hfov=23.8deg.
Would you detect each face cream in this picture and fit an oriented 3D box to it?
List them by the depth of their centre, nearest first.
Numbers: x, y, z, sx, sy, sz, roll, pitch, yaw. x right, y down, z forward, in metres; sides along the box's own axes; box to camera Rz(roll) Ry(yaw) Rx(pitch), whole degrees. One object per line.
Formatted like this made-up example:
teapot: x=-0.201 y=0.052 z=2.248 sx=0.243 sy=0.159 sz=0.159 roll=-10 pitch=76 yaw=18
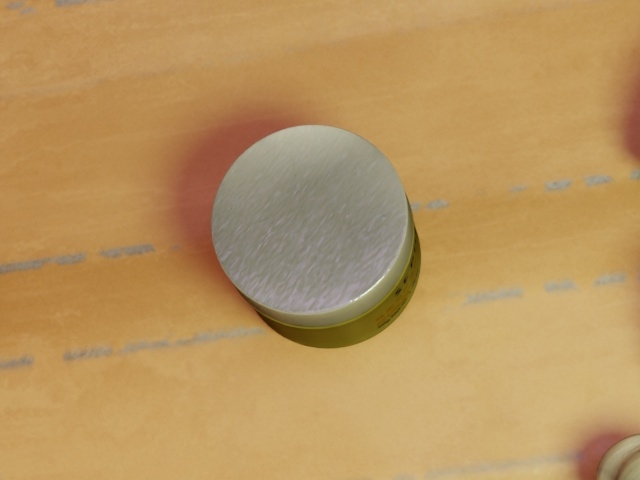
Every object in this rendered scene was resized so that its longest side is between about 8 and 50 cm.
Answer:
face cream: x=0.000 y=0.000 z=1.715 sx=0.218 sy=0.179 sz=0.218 roll=-2 pitch=73 yaw=8

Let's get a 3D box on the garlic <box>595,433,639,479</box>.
garlic: x=0.409 y=0.256 z=1.558 sx=0.226 sy=0.199 sz=0.199 roll=-38 pitch=71 yaw=7
